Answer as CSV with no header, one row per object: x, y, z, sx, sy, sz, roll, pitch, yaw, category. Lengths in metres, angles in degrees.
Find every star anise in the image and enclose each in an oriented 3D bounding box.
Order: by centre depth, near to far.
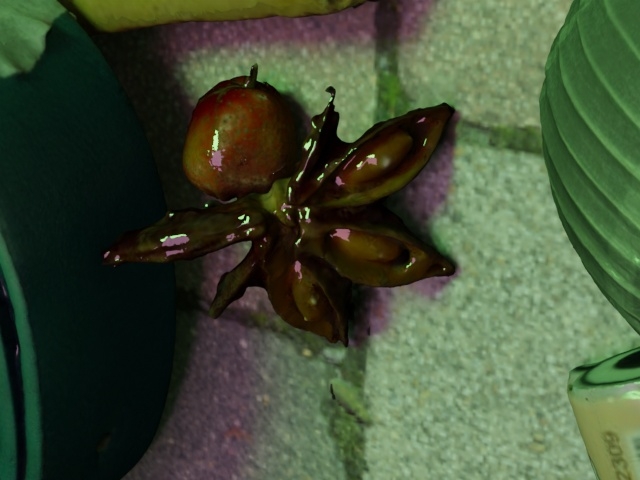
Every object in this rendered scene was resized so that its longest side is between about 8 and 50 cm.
0.001,0.002,0.670,0.212,0.053,0.157,-35,117,6,star anise

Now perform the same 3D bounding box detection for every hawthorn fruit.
-0.049,-0.060,0.699,0.077,0.077,0.077,9,108,29,hawthorn fruit

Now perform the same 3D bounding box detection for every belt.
-0.256,0.033,0.755,0.300,0.173,0.436,20,121,21,belt

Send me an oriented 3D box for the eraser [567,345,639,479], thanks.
0.241,0.190,0.585,0.171,0.087,0.290,-18,93,35,eraser

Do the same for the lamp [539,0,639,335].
0.217,-0.042,0.445,0.265,0.233,0.233,48,124,34,lamp

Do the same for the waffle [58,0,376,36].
-0.136,-0.252,0.651,0.348,0.077,0.304,1,121,33,waffle
